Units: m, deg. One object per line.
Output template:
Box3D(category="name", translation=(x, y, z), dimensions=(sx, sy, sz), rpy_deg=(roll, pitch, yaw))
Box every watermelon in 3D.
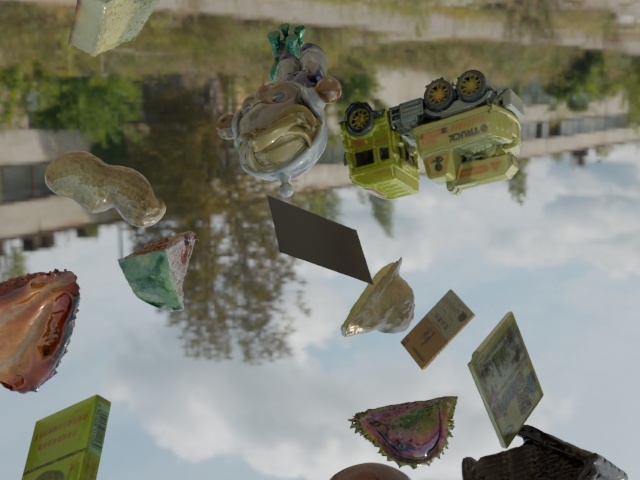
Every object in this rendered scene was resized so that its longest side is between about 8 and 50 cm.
Box3D(category="watermelon", translation=(-0.278, 0.026, 1.662), dimensions=(0.098, 0.158, 0.121), rpy_deg=(2, 150, 15))

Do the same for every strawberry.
Box3D(category="strawberry", translation=(-0.356, 0.097, 1.128), dimensions=(0.140, 0.192, 0.085), rpy_deg=(7, -153, -16))

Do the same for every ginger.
Box3D(category="ginger", translation=(0.111, 0.140, 1.822), dimensions=(0.115, 0.122, 0.193), rpy_deg=(-28, -166, 51))

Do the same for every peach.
Box3D(category="peach", translation=(0.124, 0.623, 2.201), dimensions=(0.252, 0.252, 0.252), rpy_deg=(1, -170, 0))

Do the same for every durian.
Box3D(category="durian", translation=(0.147, 0.332, 1.635), dimensions=(0.187, 0.108, 0.119), rpy_deg=(-12, 159, 1))

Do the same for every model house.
Box3D(category="model house", translation=(0.448, 0.502, 1.848), dimensions=(0.282, 0.297, 0.317), rpy_deg=(-26, 143, 19))

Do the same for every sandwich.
Box3D(category="sandwich", translation=(-0.266, -0.339, 1.367), dimensions=(0.193, 0.058, 0.162), rpy_deg=(-47, 177, -34))

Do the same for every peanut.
Box3D(category="peanut", translation=(-0.393, -0.096, 1.799), dimensions=(0.228, 0.104, 0.085), rpy_deg=(19, -176, -8))

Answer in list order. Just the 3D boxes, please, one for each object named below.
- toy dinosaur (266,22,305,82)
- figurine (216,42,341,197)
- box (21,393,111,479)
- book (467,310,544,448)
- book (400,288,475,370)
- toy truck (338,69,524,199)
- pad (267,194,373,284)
Box3D(category="toy dinosaur", translation=(-0.056, -0.330, 1.750), dimensions=(0.059, 0.096, 0.132), rpy_deg=(14, -134, 25))
Box3D(category="figurine", translation=(-0.056, -0.187, 1.439), dimensions=(0.194, 0.133, 0.274), rpy_deg=(-28, -150, 6))
Box3D(category="box", translation=(-0.499, 0.467, 1.839), dimensions=(0.187, 0.047, 0.335), rpy_deg=(-25, -139, 27))
Box3D(category="book", translation=(0.343, 0.254, 1.790), dimensions=(0.013, 0.192, 0.168), rpy_deg=(-6, -154, 44))
Box3D(category="book", translation=(0.264, 0.200, 2.203), dimensions=(0.012, 0.172, 0.118), rpy_deg=(38, -172, -33))
Box3D(category="toy truck", translation=(0.168, -0.140, 1.455), dimensions=(0.272, 0.157, 0.124), rpy_deg=(-13, 160, 28))
Box3D(category="pad", translation=(0.000, 0.000, 1.585), dimensions=(0.190, 0.004, 0.127), rpy_deg=(21, -143, -32))
